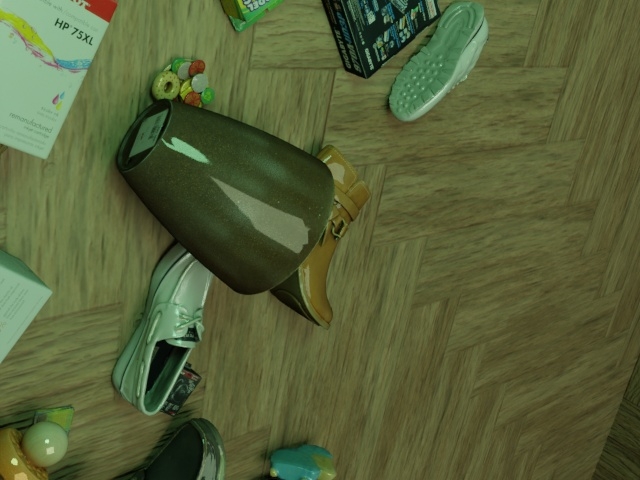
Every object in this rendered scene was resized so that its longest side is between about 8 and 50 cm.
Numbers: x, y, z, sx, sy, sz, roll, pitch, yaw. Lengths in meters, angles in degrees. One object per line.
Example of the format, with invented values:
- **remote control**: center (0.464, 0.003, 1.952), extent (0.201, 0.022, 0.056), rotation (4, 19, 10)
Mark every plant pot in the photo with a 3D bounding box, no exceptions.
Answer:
- **plant pot**: center (-0.137, -0.076, 1.027), extent (0.230, 0.215, 0.215), rotation (36, 87, -35)

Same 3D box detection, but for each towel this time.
- **towel**: center (-0.382, 0.272, 1.122), extent (0.060, 0.009, 0.083), rotation (-1, 115, -46)

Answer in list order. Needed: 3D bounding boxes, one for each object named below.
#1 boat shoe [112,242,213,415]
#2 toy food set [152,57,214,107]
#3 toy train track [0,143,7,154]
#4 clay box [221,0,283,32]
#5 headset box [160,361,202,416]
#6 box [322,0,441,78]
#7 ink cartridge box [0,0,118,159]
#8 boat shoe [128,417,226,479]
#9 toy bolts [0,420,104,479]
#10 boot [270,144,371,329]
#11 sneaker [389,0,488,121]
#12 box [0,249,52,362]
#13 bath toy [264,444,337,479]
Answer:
- **boat shoe**: center (-0.211, 0.124, 1.142), extent (0.096, 0.088, 0.267), rotation (26, 95, -50)
- **toy food set**: center (-0.177, -0.196, 1.029), extent (0.082, 0.020, 0.083), rotation (-44, 138, -17)
- **toy train track**: center (-0.371, -0.085, 0.899), extent (0.014, 0.048, 0.083), rotation (16, 121, -4)
- **clay box**: center (-0.086, -0.376, 0.985), extent (0.127, 0.053, 0.222), rotation (-42, 137, -18)
- **headset box**: center (-0.229, 0.224, 1.231), extent (0.083, 0.032, 0.062), rotation (-56, 141, -5)
- **box**: center (0.084, -0.375, 1.160), extent (0.175, 0.051, 0.220), rotation (-43, 138, -17)
- **ink cartridge box**: center (-0.302, -0.215, 0.802), extent (0.134, 0.078, 0.230), rotation (22, 94, -51)
- **boat shoe**: center (-0.272, 0.441, 1.247), extent (0.130, 0.132, 0.355), rotation (25, 94, -50)
- **toy bolts**: center (-0.361, 0.369, 1.057), extent (0.159, 0.218, 0.228), rotation (-32, 142, -9)
- **boot**: center (0.000, 0.000, 1.287), extent (0.220, 0.109, 0.283), rotation (-50, 132, -16)
- **sneaker**: center (0.206, -0.282, 1.323), extent (0.235, 0.090, 0.095), rotation (-51, 149, -6)
- **box**: center (-0.417, 0.059, 0.888), extent (0.130, 0.091, 0.170), rotation (-54, 140, -5)
- **bath toy**: center (-0.078, 0.566, 1.535), extent (0.129, 0.152, 0.348), rotation (-43, 156, -77)
